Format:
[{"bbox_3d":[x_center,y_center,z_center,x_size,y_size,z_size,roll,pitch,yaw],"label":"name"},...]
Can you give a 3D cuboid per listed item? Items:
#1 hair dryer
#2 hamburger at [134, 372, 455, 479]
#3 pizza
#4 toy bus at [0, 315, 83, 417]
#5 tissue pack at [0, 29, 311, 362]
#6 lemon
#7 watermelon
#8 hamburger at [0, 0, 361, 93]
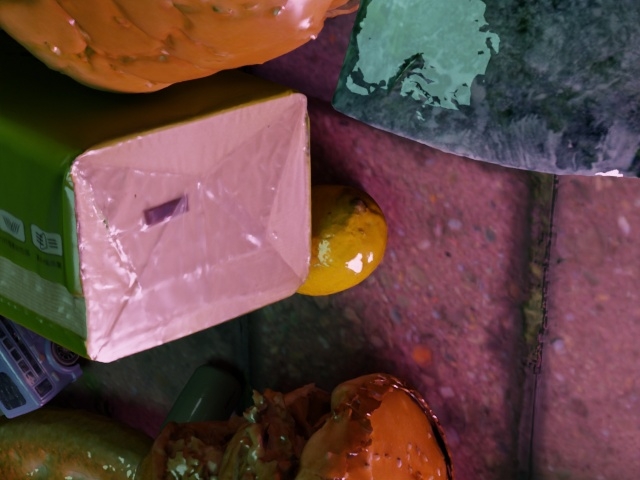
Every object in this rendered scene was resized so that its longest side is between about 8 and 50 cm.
[{"bbox_3d":[-0.071,0.177,1.544,0.047,0.071,0.150,-2,136,43],"label":"hair dryer"},{"bbox_3d":[-0.020,0.221,1.388,0.211,0.245,0.260,-8,122,28],"label":"hamburger"},{"bbox_3d":[-0.177,0.254,1.653,0.289,0.081,0.228,13,121,31],"label":"pizza"},{"bbox_3d":[-0.286,0.070,1.608,0.073,0.076,0.167,-22,106,44],"label":"toy bus"},{"bbox_3d":[-0.170,-0.047,1.291,0.275,0.200,0.167,20,120,44],"label":"tissue pack"},{"bbox_3d":[0.000,0.000,1.336,0.111,0.082,0.082,-18,108,44],"label":"lemon"},{"bbox_3d":[0.143,-0.218,0.990,0.228,0.387,0.258,21,178,-6],"label":"watermelon"},{"bbox_3d":[-0.101,-0.204,1.081,0.319,0.158,0.318,19,152,10],"label":"hamburger"}]
